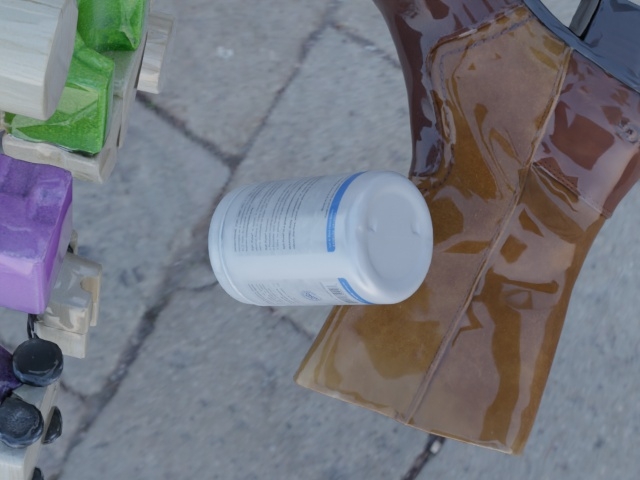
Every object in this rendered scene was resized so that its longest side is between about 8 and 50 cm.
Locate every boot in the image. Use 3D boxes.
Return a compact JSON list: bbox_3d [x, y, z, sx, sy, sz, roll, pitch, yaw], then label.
[{"bbox_3d":[0.051,-0.041,0.872,0.264,0.096,0.280,23,100,-6],"label":"boot"}]

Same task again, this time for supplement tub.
[{"bbox_3d":[0.000,0.000,0.790,0.107,0.071,0.071,-2,100,43],"label":"supplement tub"}]

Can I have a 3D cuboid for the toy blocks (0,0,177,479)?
[{"bbox_3d":[-0.206,-0.098,0.612,0.260,0.288,0.309,13,143,-2],"label":"toy blocks"}]
